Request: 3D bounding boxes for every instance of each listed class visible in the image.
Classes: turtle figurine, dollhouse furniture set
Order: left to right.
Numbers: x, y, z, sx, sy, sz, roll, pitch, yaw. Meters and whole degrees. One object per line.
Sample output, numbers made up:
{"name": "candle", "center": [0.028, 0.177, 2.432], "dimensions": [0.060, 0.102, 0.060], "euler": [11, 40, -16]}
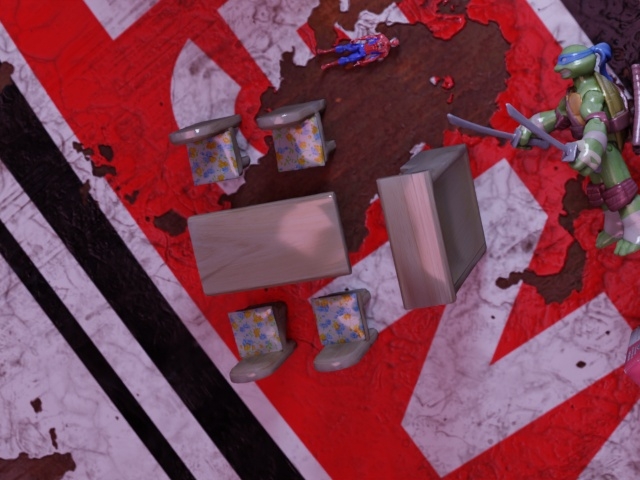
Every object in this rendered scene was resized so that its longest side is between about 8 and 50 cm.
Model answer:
{"name": "dollhouse furniture set", "center": [0.000, 0.000, 1.876], "dimensions": [0.394, 0.256, 0.362], "euler": [-9, 100, 18]}
{"name": "turtle figurine", "center": [0.315, -0.099, 1.796], "dimensions": [0.198, 0.275, 0.266], "euler": [-15, 106, 54]}

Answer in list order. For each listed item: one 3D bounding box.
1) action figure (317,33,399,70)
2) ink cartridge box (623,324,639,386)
{"name": "action figure", "center": [0.054, -0.262, 1.919], "dimensions": [0.115, 0.030, 0.038], "euler": [-12, 95, 17]}
{"name": "ink cartridge box", "center": [0.516, 0.100, 1.794], "dimensions": [0.100, 0.172, 0.237], "euler": [45, 111, 2]}
